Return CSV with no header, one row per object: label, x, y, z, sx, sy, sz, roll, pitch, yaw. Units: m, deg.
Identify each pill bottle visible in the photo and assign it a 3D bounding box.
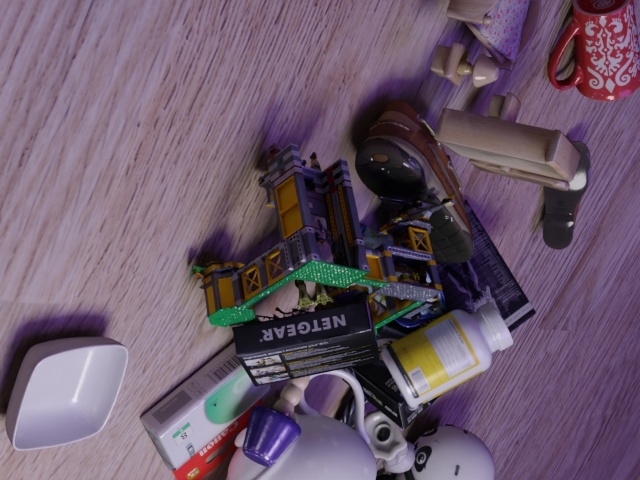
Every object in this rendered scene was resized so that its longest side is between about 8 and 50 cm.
pill bottle,0.193,0.168,1.607,0.184,0.103,0.103,-28,142,-1

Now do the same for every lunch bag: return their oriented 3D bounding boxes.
lunch bag,0.114,0.059,1.604,0.096,0.129,0.151,-53,147,5

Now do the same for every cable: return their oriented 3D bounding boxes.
cable,0.079,0.301,1.849,0.150,0.047,0.184,-41,146,-10

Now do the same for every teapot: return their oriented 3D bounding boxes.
teapot,-0.050,0.346,1.601,0.252,0.187,0.256,-36,-164,30

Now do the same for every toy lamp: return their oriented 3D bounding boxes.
toy lamp,-0.030,0.194,1.528,0.274,0.080,0.080,-63,151,-26

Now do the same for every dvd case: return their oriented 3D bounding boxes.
dvd case,0.233,0.064,1.707,0.164,0.221,0.018,-32,179,-29

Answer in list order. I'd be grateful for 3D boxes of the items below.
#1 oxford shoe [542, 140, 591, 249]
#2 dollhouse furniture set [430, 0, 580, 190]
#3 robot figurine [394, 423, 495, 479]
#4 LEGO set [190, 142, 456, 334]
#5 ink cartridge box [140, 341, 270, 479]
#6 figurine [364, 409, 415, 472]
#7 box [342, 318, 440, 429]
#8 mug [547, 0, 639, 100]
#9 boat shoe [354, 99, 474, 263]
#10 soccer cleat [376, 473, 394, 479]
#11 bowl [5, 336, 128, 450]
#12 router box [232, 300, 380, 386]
oxford shoe,0.446,-0.093,1.937,0.076,0.076,0.212,-58,159,-56
dollhouse furniture set,0.308,-0.274,1.464,0.303,0.174,0.355,22,85,-63
robot figurine,0.223,0.478,2.035,0.174,0.209,0.278,-11,139,-31
LEGO set,0.000,0.000,1.403,0.331,0.192,0.255,7,149,-33
ink cartridge box,-0.148,0.271,1.544,0.181,0.056,0.224,-39,141,-21
figurine,0.077,0.399,1.844,0.215,0.092,0.209,-39,152,-6
box,0.143,0.192,1.734,0.180,0.147,0.077,-38,143,-20
mug,0.447,-0.312,1.702,0.150,0.113,0.169,-43,140,-19
boat shoe,0.155,-0.080,1.539,0.324,0.123,0.120,56,45,-52
soccer cleat,0.070,0.482,1.977,0.179,0.060,0.072,-31,127,-29
bowl,-0.309,0.174,1.271,0.142,0.053,0.142,-1,120,-48
router box,-0.016,0.138,1.404,0.179,0.046,0.133,-12,155,2
